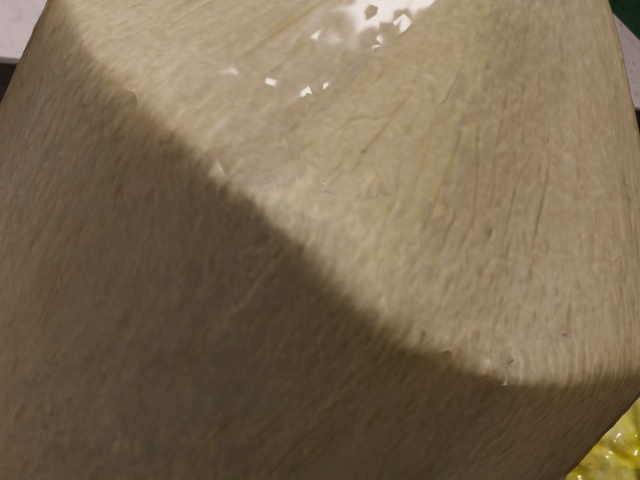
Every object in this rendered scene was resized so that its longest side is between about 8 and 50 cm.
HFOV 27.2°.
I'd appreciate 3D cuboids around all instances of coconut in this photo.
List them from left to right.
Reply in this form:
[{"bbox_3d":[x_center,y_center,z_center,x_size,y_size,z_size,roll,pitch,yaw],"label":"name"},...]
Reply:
[{"bbox_3d":[0.000,0.000,0.448,0.237,0.266,0.237,24,26,-12],"label":"coconut"}]

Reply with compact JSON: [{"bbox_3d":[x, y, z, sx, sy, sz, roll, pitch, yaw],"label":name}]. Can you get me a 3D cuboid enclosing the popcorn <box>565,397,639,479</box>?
[{"bbox_3d":[0.140,0.126,0.566,0.141,0.135,0.162,31,27,-29],"label":"popcorn"}]
